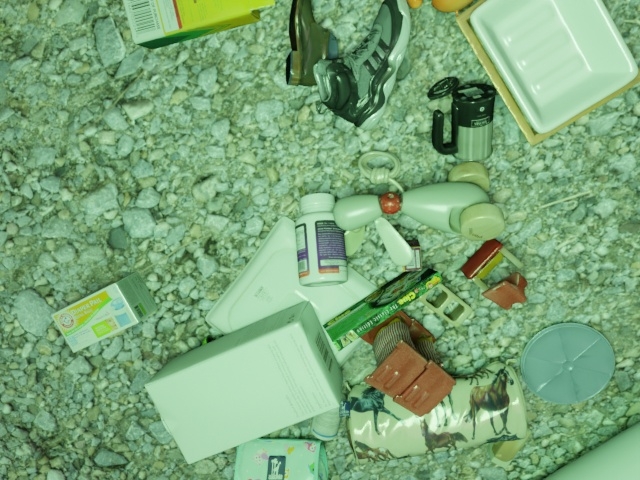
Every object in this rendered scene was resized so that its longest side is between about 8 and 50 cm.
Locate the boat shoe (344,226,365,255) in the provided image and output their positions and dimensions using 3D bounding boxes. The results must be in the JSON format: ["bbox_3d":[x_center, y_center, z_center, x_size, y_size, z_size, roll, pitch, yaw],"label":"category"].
[{"bbox_3d":[0.075,-0.031,1.085,0.049,0.042,0.132,9,104,-15],"label":"boat shoe"}]

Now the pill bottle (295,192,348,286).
[{"bbox_3d":[0.000,0.000,1.046,0.108,0.108,0.193,-6,78,9],"label":"pill bottle"}]

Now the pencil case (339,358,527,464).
[{"bbox_3d":[0.255,0.385,1.087,0.411,0.160,0.183,-13,74,10],"label":"pencil case"}]

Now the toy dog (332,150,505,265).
[{"bbox_3d":[0.212,-0.050,0.995,0.334,0.220,0.161,12,146,24],"label":"toy dog"}]

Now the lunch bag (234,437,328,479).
[{"bbox_3d":[-0.093,0.626,1.194,0.224,0.160,0.262,-4,90,12],"label":"lunch bag"}]

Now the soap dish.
[{"bbox_3d":[0.430,-0.366,0.919,0.229,0.118,0.290,-32,96,12],"label":"soap dish"}]

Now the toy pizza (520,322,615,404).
[{"bbox_3d":[0.559,0.279,1.087,0.202,0.032,0.201,1,103,7],"label":"toy pizza"}]

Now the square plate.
[{"bbox_3d":[-0.058,0.177,1.145,0.344,0.049,0.347,38,104,-2],"label":"square plate"}]

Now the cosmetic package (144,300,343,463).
[{"bbox_3d":[-0.164,0.319,1.080,0.385,0.156,0.217,-22,98,11],"label":"cosmetic package"}]

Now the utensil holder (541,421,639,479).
[{"bbox_3d":[0.662,0.593,0.994,0.385,0.327,0.327,-40,94,16],"label":"utensil holder"}]

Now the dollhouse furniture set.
[{"bbox_3d":[0.256,0.152,0.995,0.152,0.201,0.374,37,101,-10],"label":"dollhouse furniture set"}]

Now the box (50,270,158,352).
[{"bbox_3d":[-0.534,0.176,1.183,0.203,0.103,0.114,-26,98,12],"label":"box"}]

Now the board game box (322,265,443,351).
[{"bbox_3d":[0.128,0.138,1.028,0.260,0.136,0.030,-33,100,-4],"label":"board game box"}]

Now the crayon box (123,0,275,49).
[{"bbox_3d":[-0.257,-0.543,0.999,0.319,0.081,0.202,-9,101,11],"label":"crayon box"}]

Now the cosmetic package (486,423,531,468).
[{"bbox_3d":[0.445,0.472,1.131,0.041,0.060,0.115,27,103,2],"label":"cosmetic package"}]

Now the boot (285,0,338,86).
[{"bbox_3d":[-0.012,-0.433,1.006,0.106,0.082,0.219,3,99,-15],"label":"boot"}]

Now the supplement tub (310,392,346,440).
[{"bbox_3d":[0.019,0.428,1.176,0.071,0.071,0.107,15,105,5],"label":"supplement tub"}]

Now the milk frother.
[{"bbox_3d":[0.288,-0.254,0.984,0.129,0.143,0.134,-2,131,12],"label":"milk frother"}]

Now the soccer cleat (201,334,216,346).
[{"bbox_3d":[-0.216,0.295,1.182,0.179,0.060,0.072,24,126,5],"label":"soccer cleat"}]

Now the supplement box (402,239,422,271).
[{"bbox_3d":[0.200,0.033,1.057,0.043,0.083,0.054,-6,102,9],"label":"supplement box"}]

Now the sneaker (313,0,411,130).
[{"bbox_3d":[0.076,-0.365,0.953,0.153,0.101,0.268,8,109,-24],"label":"sneaker"}]

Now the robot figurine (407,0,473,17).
[{"bbox_3d":[0.233,-0.533,0.909,0.158,0.128,0.219,-40,95,-22],"label":"robot figurine"}]
